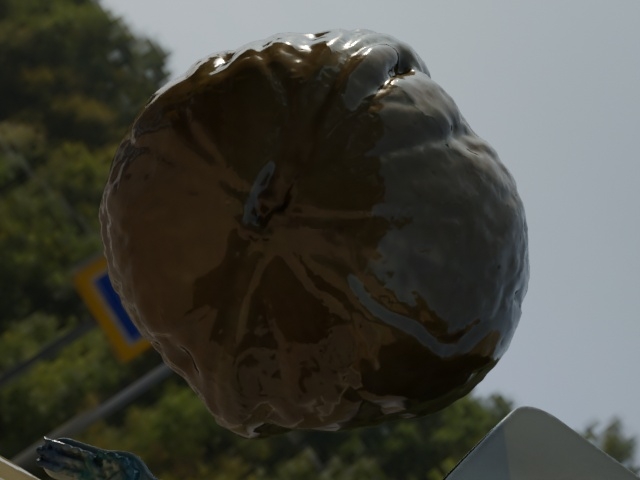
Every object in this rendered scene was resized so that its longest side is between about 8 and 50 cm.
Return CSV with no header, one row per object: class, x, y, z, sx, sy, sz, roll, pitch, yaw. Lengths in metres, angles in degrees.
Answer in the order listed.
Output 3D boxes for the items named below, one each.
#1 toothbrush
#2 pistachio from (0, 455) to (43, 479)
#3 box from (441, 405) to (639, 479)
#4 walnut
toothbrush,0.032,0.185,1.052,0.418,0.042,0.040,18,-10,9
pistachio,-0.212,0.241,0.895,0.365,0.281,0.445,0,-36,49
box,0.145,0.212,1.254,0.144,0.090,0.201,34,27,13
walnut,0.000,0.000,1.313,0.333,0.333,0.333,52,-13,17
